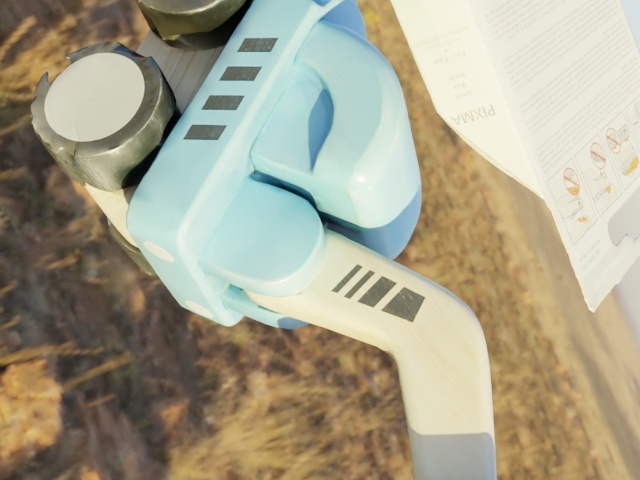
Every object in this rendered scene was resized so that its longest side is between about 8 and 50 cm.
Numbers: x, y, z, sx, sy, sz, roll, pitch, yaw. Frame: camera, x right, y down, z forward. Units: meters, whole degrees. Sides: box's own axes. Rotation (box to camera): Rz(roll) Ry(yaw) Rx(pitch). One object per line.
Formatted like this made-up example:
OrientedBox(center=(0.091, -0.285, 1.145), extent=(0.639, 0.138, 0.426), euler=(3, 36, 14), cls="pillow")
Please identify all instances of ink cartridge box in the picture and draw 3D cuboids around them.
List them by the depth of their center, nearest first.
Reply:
OrientedBox(center=(0.144, -0.090, 0.742), extent=(0.181, 0.056, 0.225), euler=(-37, 110, -46), cls="ink cartridge box")

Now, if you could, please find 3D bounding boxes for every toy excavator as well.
OrientedBox(center=(0.000, 0.000, 0.916), extent=(0.433, 0.445, 0.222), euler=(-62, 157, -20), cls="toy excavator")
